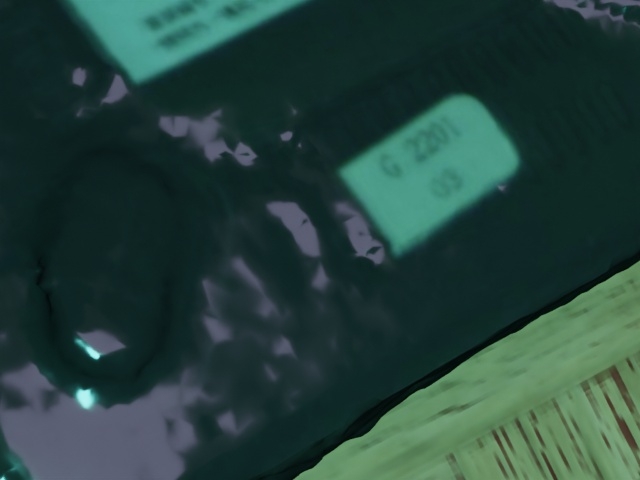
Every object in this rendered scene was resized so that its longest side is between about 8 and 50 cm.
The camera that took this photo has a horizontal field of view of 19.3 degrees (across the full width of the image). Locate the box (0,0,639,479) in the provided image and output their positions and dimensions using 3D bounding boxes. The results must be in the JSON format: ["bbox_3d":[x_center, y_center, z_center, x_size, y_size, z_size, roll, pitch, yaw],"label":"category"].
[{"bbox_3d":[-0.036,-0.106,0.638,0.359,0.091,0.350,-29,74,-29],"label":"box"}]
